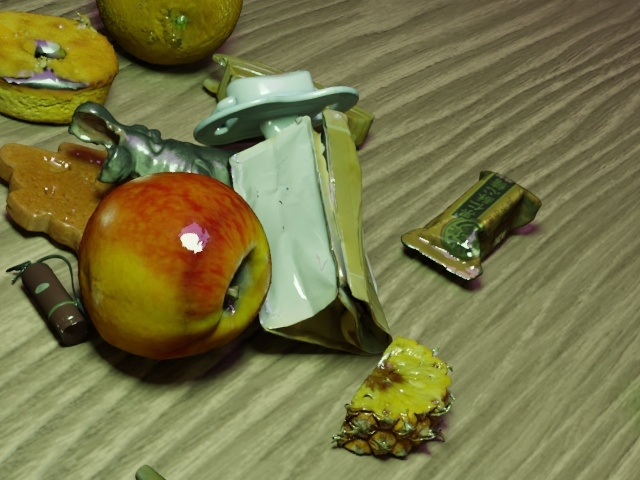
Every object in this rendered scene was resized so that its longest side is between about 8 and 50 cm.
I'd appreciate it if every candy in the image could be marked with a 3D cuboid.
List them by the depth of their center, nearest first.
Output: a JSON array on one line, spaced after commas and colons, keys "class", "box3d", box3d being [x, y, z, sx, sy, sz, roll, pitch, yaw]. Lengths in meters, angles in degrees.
[{"class": "candy", "box3d": [0.256, -0.024, 2.052, 0.143, 0.101, 0.271, 30, 42, 24]}]

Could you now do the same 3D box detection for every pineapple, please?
[{"class": "pineapple", "box3d": [0.119, 0.220, 1.682, 0.135, 0.079, 0.233, 31, 37, 11]}]

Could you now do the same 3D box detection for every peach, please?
[{"class": "peach", "box3d": [-0.203, 0.030, 1.649, 0.280, 0.238, 0.281, -10, 54, 15]}]

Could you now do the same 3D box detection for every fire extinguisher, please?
[{"class": "fire extinguisher", "box3d": [-0.357, 0.069, 1.673, 0.078, 0.045, 0.157, -36, 56, -10]}]

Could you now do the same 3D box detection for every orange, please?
[{"class": "orange", "box3d": [-0.266, -0.440, 2.200, 0.274, 0.274, 0.274, 13, 36, -10]}]

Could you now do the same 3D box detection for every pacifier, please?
[{"class": "pacifier", "box3d": [-0.066, -0.158, 2.031, 0.287, 0.238, 0.226, -8, 76, -31]}]

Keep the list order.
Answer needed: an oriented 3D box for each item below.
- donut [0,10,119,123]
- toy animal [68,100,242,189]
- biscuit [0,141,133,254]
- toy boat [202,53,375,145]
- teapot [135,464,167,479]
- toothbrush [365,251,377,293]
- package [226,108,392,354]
[{"class": "donut", "box3d": [-0.459, -0.290, 2.040, 0.253, 0.118, 0.253, 15, 36, -11]}, {"class": "toy animal", "box3d": [-0.208, -0.096, 1.847, 0.343, 0.106, 0.168, 20, 38, -27]}, {"class": "biscuit", "box3d": [-0.330, -0.069, 1.875, 0.306, 0.043, 0.284, -18, 50, -43]}, {"class": "toy boat", "box3d": [-0.056, -0.252, 2.204, 0.310, 0.089, 0.115, 17, 23, -2]}, {"class": "teapot", "box3d": [-0.167, 0.364, 1.296, 0.175, 0.185, 0.268, -7, 64, 18]}, {"class": "toothbrush", "box3d": [0.053, -0.012, 1.998, 0.029, 0.025, 0.307, 12, 35, -25]}, {"class": "package", "box3d": [0.017, -0.018, 1.775, 0.221, 0.165, 0.311, 16, 49, -36]}]
